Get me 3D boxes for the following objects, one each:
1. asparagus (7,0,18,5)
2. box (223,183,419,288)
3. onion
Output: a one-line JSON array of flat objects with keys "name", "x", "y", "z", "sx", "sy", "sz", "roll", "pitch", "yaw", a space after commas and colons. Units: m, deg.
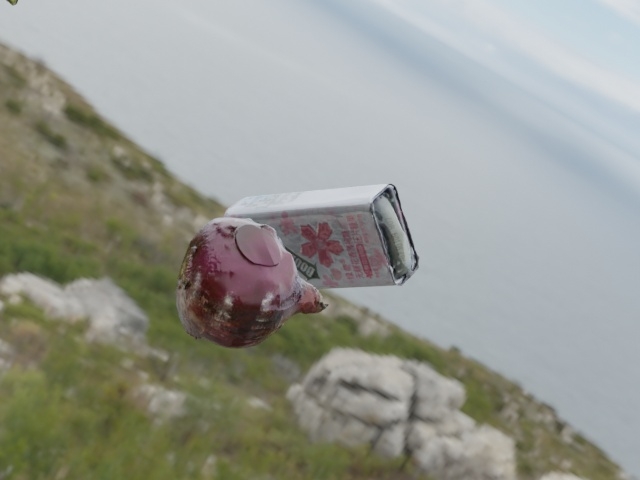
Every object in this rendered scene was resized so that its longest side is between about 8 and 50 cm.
[{"name": "asparagus", "x": -0.647, "y": -0.527, "z": 2.692, "sx": 0.025, "sy": 0.021, "sz": 0.108, "roll": -33, "pitch": 92, "yaw": -38}, {"name": "box", "x": 0.000, "y": 0.000, "z": 2.572, "sx": 0.370, "sy": 0.190, "sz": 0.112, "roll": -5, "pitch": 25, "yaw": 37}, {"name": "onion", "x": -0.077, "y": 0.046, "z": 1.658, "sx": 0.198, "sy": 0.135, "sz": 0.173, "roll": 3, "pitch": 46, "yaw": -19}]
